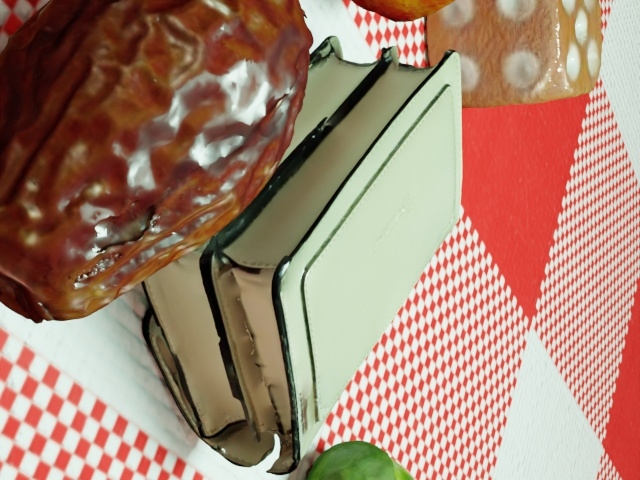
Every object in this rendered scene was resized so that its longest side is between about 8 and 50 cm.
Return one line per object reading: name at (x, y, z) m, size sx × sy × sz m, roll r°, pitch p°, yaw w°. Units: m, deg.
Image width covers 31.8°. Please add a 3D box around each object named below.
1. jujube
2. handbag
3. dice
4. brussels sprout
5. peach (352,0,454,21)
jujube at (-0.122, -0.077, 0.757) m, size 0.290 × 0.197 × 0.197 m, roll -53°, pitch 138°, yaw -21°
handbag at (0.000, 0.000, 1.008) m, size 0.358 × 0.160 × 0.237 m, roll -52°, pitch 141°, yaw -43°
dice at (0.234, -0.255, 1.364) m, size 0.175 × 0.173 × 0.179 m, roll -24°, pitch 109°, yaw -55°
brussels sprout at (0.039, 0.294, 1.130) m, size 0.131 × 0.145 × 0.183 m, roll 6°, pitch 82°, yaw -33°
peach at (0.093, -0.306, 1.105) m, size 0.192 × 0.190 × 0.190 m, roll 9°, pitch 85°, yaw -59°
